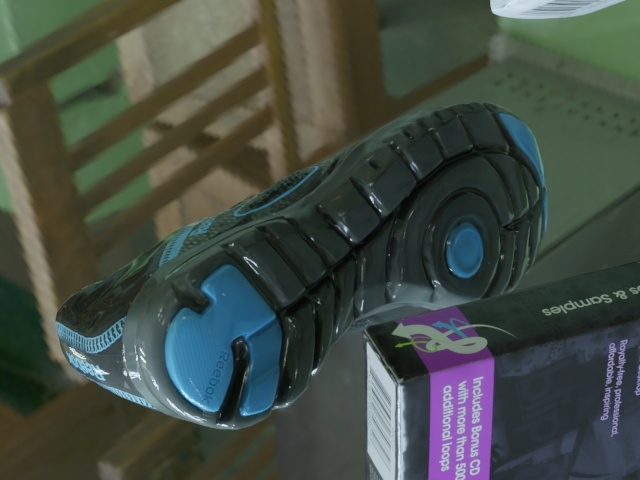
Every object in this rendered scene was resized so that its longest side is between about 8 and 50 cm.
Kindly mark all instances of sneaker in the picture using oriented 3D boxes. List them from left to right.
[{"bbox_3d":[0.000,0.000,0.939,0.139,0.341,0.125,1,108,48],"label":"sneaker"}]

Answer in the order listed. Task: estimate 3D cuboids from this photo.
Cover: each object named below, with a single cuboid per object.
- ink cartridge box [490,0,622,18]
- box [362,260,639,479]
[{"bbox_3d":[0.190,-0.354,0.997,0.308,0.091,0.385,172,93,-72],"label":"ink cartridge box"},{"bbox_3d":[0.091,0.058,0.457,0.029,0.162,0.116,-124,26,-50],"label":"box"}]
